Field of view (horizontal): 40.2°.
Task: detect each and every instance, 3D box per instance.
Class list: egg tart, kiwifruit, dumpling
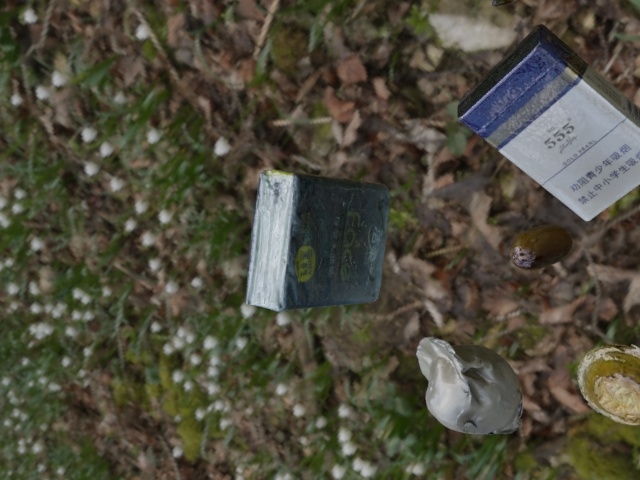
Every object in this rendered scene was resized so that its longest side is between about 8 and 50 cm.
[{"bbox_3d":[0.398,0.197,1.145,0.128,0.049,0.129,15,121,26],"label":"egg tart"},{"bbox_3d":[0.397,0.011,1.571,0.075,0.124,0.075,164,90,-73],"label":"kiwifruit"},{"bbox_3d":[0.225,0.236,1.403,0.172,0.142,0.247,24,155,48],"label":"dumpling"}]

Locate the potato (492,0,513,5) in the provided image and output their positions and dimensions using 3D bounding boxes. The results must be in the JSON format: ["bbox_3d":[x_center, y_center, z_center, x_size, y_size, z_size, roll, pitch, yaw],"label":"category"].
[{"bbox_3d":[0.180,-0.398,0.848,0.242,0.285,0.242,31,-165,-9],"label":"potato"}]

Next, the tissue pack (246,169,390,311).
[{"bbox_3d":[0.000,0.000,1.250,0.081,0.185,0.257,10,-175,33],"label":"tissue pack"}]

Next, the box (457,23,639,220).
[{"bbox_3d":[0.338,-0.158,1.215,0.259,0.071,0.168,37,130,-14],"label":"box"}]
